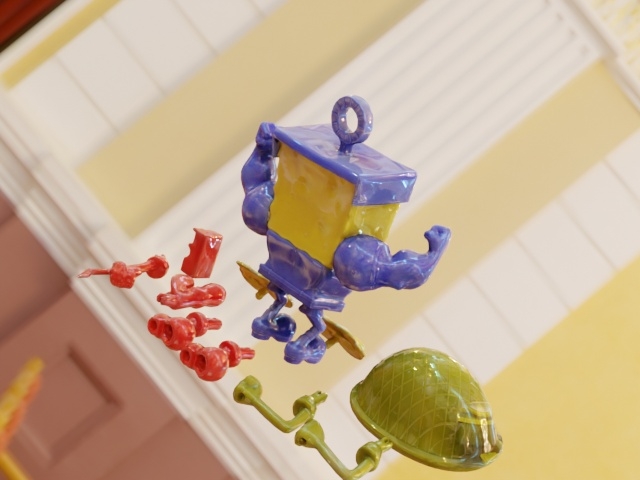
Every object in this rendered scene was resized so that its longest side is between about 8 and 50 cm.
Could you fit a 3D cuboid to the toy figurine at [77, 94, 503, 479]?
[{"bbox_3d":[0.000,0.000,1.139,0.191,0.217,0.362,3,21,-43],"label":"toy figurine"}]
